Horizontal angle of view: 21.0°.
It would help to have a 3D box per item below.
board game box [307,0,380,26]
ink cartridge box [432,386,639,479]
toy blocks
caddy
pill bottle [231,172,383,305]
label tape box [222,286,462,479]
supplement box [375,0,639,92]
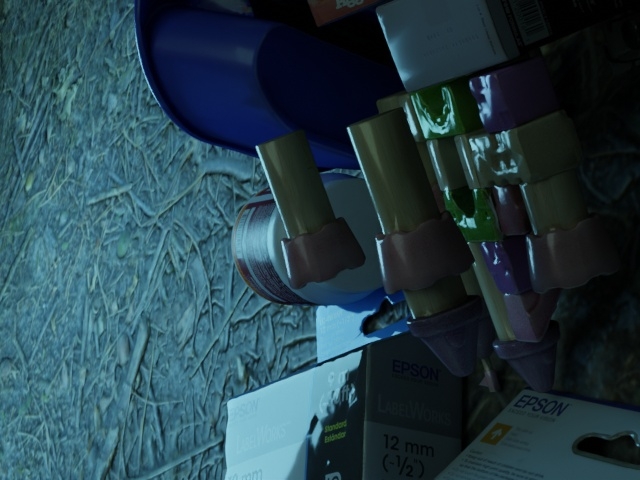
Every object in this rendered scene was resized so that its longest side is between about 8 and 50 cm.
[{"bbox_3d":[0.138,-0.228,1.282,0.281,0.145,0.027,-18,97,36],"label":"board game box"},{"bbox_3d":[0.144,0.249,1.217,0.330,0.071,0.324,-40,20,-20],"label":"ink cartridge box"},{"bbox_3d":[0.154,-0.005,1.320,0.260,0.309,0.288,70,163,-6],"label":"toy blocks"},{"bbox_3d":[-0.012,-0.188,1.541,0.179,0.341,0.241,9,85,43],"label":"caddy"},{"bbox_3d":[0.000,0.000,1.590,0.221,0.121,0.121,174,108,-73],"label":"pill bottle"},{"bbox_3d":[0.014,0.185,1.535,0.249,0.115,0.347,-27,56,53],"label":"label tape box"},{"bbox_3d":[0.176,-0.189,1.288,0.130,0.239,0.073,-12,100,58],"label":"supplement box"}]
